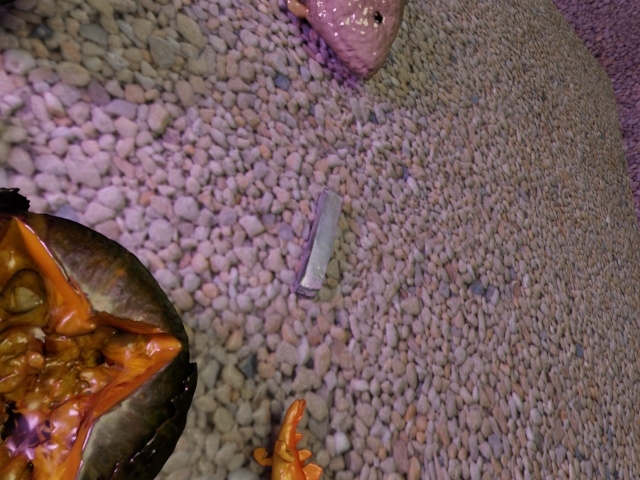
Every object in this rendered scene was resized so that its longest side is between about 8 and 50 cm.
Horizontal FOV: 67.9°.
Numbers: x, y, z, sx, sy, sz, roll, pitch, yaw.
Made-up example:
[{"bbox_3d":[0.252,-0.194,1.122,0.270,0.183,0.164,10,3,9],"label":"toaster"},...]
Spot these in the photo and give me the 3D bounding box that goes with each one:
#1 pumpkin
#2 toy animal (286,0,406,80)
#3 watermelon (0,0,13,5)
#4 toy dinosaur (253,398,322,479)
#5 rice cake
[{"bbox_3d":[-0.272,0.121,0.411,0.321,0.192,0.320,20,59,-37],"label":"pumpkin"},{"bbox_3d":[0.068,-0.526,0.982,0.227,0.188,0.357,23,58,-37],"label":"toy animal"},{"bbox_3d":[-0.391,-0.364,0.479,0.243,0.242,0.242,17,62,-35],"label":"watermelon"},{"bbox_3d":[-0.042,0.352,0.604,0.117,0.071,0.288,27,61,-31],"label":"toy dinosaur"},{"bbox_3d":[0.000,0.000,0.807,0.043,0.034,0.210,28,56,-20],"label":"rice cake"}]
